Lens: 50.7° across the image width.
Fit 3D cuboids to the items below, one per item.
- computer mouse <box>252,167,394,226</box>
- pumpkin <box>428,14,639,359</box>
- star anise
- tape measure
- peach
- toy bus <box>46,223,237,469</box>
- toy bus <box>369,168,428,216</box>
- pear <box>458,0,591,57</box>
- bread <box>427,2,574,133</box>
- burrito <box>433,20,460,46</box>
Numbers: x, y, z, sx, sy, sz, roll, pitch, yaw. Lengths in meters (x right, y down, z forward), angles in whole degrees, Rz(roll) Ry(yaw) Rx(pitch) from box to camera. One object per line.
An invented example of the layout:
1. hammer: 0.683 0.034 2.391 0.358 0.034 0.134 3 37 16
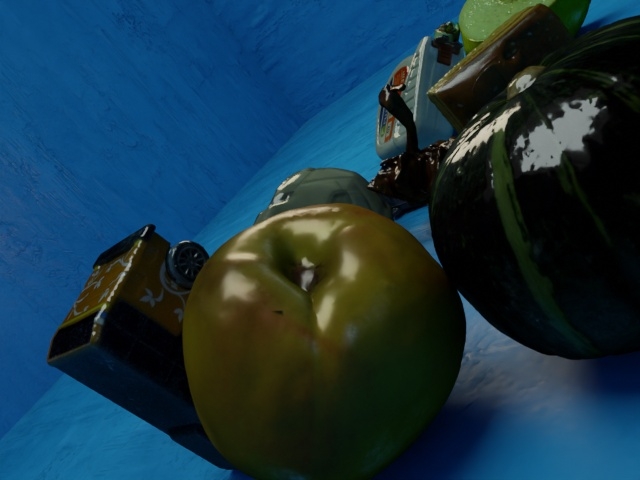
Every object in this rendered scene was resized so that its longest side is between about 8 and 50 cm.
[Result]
1. computer mouse: 0.004 -0.009 1.110 0.429 0.228 0.145 -62 -3 -49
2. pumpkin: 0.248 -0.052 0.595 0.323 0.241 0.323 -36 16 12
3. star anise: 0.173 -0.134 1.061 0.237 0.346 0.148 -5 65 34
4. tape measure: 0.223 -0.296 1.505 0.246 0.125 0.243 162 120 -70
5. peach: -0.002 0.117 0.710 0.289 0.308 0.289 -4 42 3
6. toy bus: -0.162 0.152 0.878 0.162 0.323 0.194 -24 34 44
7. toy bus: 0.179 -0.114 1.296 0.178 0.087 0.098 -17 25 52
8. pear: 0.430 -0.441 1.463 0.292 0.159 0.292 -24 34 18
9. bread: 0.326 -0.261 1.146 0.234 0.184 0.110 -42 17 1
10. burrito: 0.299 -0.395 1.604 0.104 0.288 0.054 -33 52 -31
